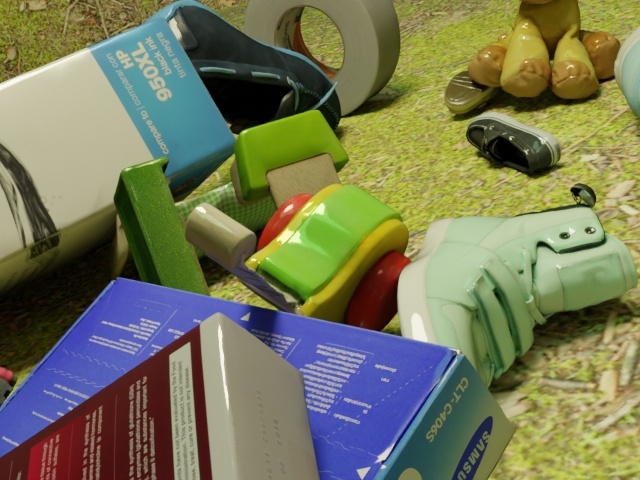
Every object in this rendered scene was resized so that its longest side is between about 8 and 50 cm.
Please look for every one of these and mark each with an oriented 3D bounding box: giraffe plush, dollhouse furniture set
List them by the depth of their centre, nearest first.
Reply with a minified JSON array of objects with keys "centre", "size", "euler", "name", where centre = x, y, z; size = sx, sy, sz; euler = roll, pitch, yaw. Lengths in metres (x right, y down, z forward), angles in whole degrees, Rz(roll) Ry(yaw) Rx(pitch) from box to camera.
[{"centre":[-0.089,0.016,0.976],"size":[0.198,0.151,0.301],"euler":[-19,-8,-20],"name":"dollhouse furniture set"},{"centre":[0.279,-0.289,1.225],"size":[0.182,0.170,0.210],"euler":[7,36,19],"name":"giraffe plush"}]

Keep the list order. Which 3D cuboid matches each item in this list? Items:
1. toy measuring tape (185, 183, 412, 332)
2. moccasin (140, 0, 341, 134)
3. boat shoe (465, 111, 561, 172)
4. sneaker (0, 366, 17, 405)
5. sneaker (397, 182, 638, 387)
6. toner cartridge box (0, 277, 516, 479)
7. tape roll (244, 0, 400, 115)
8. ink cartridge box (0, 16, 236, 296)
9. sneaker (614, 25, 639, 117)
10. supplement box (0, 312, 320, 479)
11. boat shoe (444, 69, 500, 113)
[{"centre":[0.000,0.000,0.700],"size":[0.122,0.121,0.330],"euler":[-15,-17,8],"name":"toy measuring tape"},{"centre":[-0.090,-0.170,1.236],"size":[0.138,0.116,0.342],"euler":[-34,-28,29],"name":"moccasin"},{"centre":[0.193,-0.103,1.064],"size":[0.040,0.049,0.142],"euler":[-27,25,-20],"name":"boat shoe"},{"centre":[-0.329,0.166,0.689],"size":[0.121,0.112,0.299],"euler":[-49,10,25],"name":"sneaker"},{"centre":[0.141,0.037,0.701],"size":[0.151,0.094,0.256],"euler":[-11,23,18],"name":"sneaker"},{"centre":[-0.069,0.123,0.629],"size":[0.348,0.075,0.165],"euler":[8,53,48],"name":"toner cartridge box"},{"centre":[0.002,-0.285,1.426],"size":[0.219,0.219,0.072],"euler":[-2,25,36],"name":"tape roll"},{"centre":[-0.324,-0.046,1.058],"size":[0.395,0.166,0.285],"euler":[-30,1,-27],"name":"ink cartridge box"},{"centre":[0.463,-0.213,0.966],"size":[0.366,0.135,0.150],"euler":[-34,21,26],"name":"sneaker"},{"centre":[-0.113,0.155,0.496],"size":[0.239,0.073,0.130],"euler":[-33,39,18],"name":"supplement box"},{"centre":[0.205,-0.197,1.302],"size":[0.056,0.048,0.153],"euler":[13,40,24],"name":"boat shoe"}]
